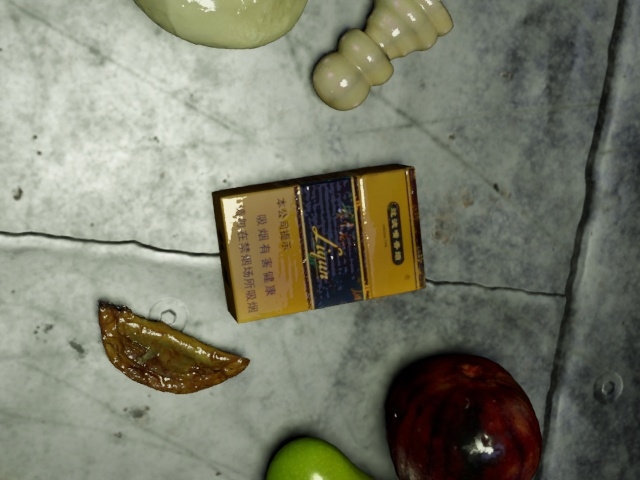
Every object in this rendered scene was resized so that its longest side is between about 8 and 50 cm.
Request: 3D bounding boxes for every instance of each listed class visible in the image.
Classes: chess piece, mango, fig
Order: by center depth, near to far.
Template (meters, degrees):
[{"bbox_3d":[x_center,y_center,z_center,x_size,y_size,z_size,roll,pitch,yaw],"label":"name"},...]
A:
[{"bbox_3d":[0.065,-0.220,1.033,0.094,0.094,0.170,43,90,-19],"label":"chess piece"},{"bbox_3d":[0.044,0.361,1.094,0.175,0.143,0.293,-36,103,28],"label":"mango"},{"bbox_3d":[0.162,0.271,1.095,0.186,0.204,0.249,10,107,-19],"label":"fig"}]

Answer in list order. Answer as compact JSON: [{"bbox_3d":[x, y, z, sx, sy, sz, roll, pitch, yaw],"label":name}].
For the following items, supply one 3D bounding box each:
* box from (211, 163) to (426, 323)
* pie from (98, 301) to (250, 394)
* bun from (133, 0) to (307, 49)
[{"bbox_3d":[0.000,0.000,1.064,0.237,0.070,0.152,-9,102,-13],"label":"box"},{"bbox_3d":[-0.186,0.135,1.050,0.191,0.033,0.088,26,107,-21],"label":"pie"},{"bbox_3d":[-0.111,-0.313,0.929,0.259,0.160,0.259,3,83,-21],"label":"bun"}]
